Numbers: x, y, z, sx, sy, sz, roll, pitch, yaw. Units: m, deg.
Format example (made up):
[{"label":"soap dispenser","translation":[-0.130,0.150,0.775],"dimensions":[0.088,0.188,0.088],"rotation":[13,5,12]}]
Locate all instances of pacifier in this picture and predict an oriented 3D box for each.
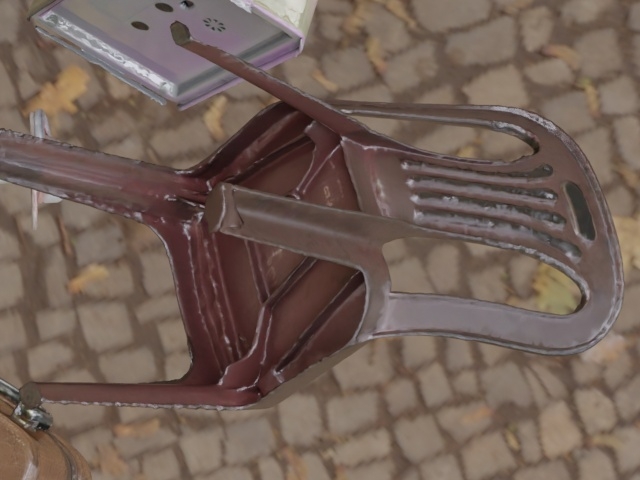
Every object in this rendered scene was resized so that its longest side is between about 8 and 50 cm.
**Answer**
[{"label":"pacifier","translation":[-0.225,-0.055,1.269],"dimensions":[0.078,0.099,0.081],"rotation":[-2,125,-8]}]

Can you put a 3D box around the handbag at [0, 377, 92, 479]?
[{"label":"handbag","translation":[-0.240,0.144,1.054],"dimensions":[0.151,0.193,0.072],"rotation":[-63,149,-5]}]

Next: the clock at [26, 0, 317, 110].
[{"label":"clock","translation":[-0.105,-0.174,1.248],"dimensions":[0.147,0.192,0.071],"rotation":[29,66,-25]}]

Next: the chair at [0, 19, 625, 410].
[{"label":"chair","translation":[0.000,0.000,0.996],"dimensions":[0.326,0.176,0.183],"rotation":[13,143,-43]}]
